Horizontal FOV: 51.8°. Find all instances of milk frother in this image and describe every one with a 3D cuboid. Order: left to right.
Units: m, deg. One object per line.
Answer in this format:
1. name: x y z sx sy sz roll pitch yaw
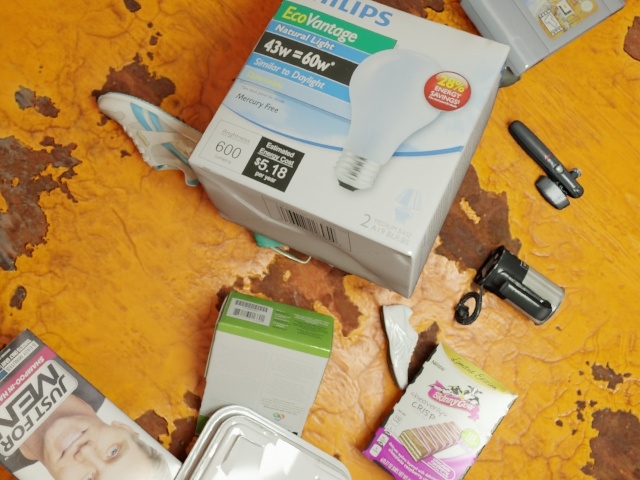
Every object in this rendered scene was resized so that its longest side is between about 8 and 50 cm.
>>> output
1. milk frother: 0.331 0.110 1.168 0.134 0.129 0.143 35 127 0

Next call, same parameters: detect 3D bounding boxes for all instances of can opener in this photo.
1. can opener: 0.409 -0.145 1.201 0.073 0.059 0.186 -37 89 -5

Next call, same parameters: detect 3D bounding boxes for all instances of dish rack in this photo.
1. dish rack: -0.111 0.458 1.029 0.285 0.072 0.333 32 69 -9

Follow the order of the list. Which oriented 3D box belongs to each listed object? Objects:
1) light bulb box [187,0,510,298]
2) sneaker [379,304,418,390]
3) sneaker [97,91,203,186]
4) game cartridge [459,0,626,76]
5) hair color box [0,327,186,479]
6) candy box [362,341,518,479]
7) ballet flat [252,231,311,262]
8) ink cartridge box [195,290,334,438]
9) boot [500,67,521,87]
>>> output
1. light bulb box: 0.053 -0.160 1.031 0.357 0.225 0.361 23 74 12
2. sneaker: 0.145 0.186 1.161 0.061 0.054 0.152 -7 85 -7
3. sneaker: -0.291 -0.179 1.142 0.228 0.087 0.092 29 86 1
4. game cartridge: 0.401 -0.441 1.190 0.297 0.062 0.198 -35 92 -22
5. hair color box: -0.405 0.323 1.061 0.347 0.105 0.174 41 64 -1
6. candy box: 0.203 0.313 1.120 0.159 0.071 0.233 34 81 18
7. ballet flat: 0.000 0.000 1.161 0.247 0.083 0.087 9 109 -3
8. ink cartridge box: -0.100 0.234 1.128 0.188 0.097 0.255 15 119 -3
9. boot: 0.257 -0.227 1.190 0.189 0.076 0.209 9 79 7
